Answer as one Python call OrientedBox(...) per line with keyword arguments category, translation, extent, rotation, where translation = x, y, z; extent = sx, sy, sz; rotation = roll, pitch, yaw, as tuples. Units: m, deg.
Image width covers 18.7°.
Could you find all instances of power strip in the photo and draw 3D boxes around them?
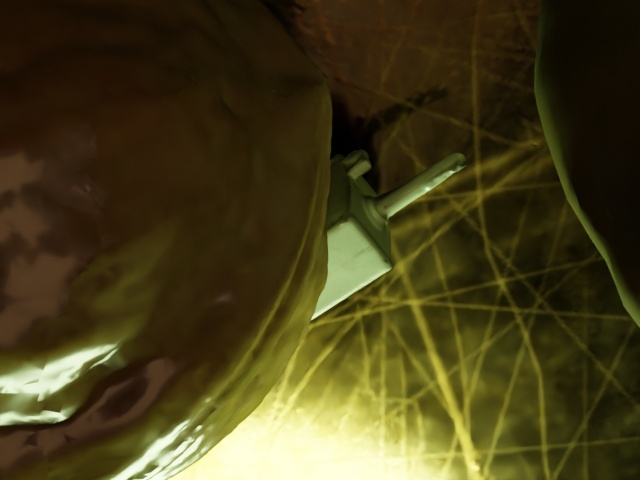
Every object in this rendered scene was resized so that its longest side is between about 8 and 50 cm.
OrientedBox(category="power strip", translation=(0.000, 0.000, 1.011), extent=(0.175, 0.075, 0.042), rotation=(-33, 117, 16))

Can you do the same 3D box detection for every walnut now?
OrientedBox(category="walnut", translation=(-0.154, -0.007, 0.876), extent=(0.344, 0.306, 0.306), rotation=(-24, 119, 13))

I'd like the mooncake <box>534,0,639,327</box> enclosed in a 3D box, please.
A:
OrientedBox(category="mooncake", translation=(0.331, -0.060, 0.778), extent=(0.467, 0.467, 0.262), rotation=(21, 131, -15))
